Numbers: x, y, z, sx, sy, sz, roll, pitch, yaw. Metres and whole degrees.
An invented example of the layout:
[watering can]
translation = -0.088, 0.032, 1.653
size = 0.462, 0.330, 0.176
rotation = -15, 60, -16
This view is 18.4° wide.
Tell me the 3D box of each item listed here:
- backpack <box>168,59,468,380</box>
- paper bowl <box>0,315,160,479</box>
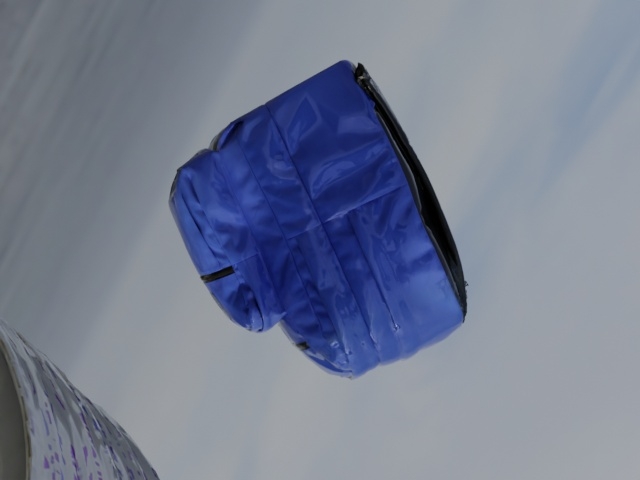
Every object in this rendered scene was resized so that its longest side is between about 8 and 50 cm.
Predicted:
[backpack]
translation = 0.000, 0.000, 0.811
size = 0.101, 0.120, 0.098
rotation = -30, -176, -1
[paper bowl]
translation = -0.188, 0.124, 0.553
size = 0.284, 0.148, 0.284
rotation = -21, -135, 23
